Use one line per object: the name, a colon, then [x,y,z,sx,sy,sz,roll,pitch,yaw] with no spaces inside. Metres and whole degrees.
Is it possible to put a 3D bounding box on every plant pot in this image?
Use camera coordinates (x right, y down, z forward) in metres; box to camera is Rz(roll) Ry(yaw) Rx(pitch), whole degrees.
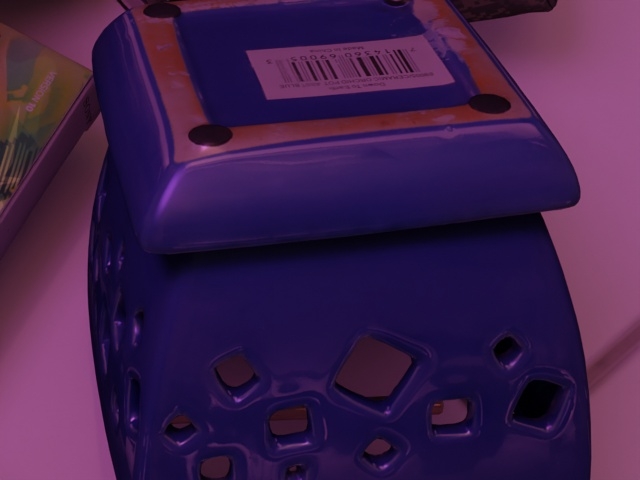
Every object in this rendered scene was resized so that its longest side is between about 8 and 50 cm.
plant pot: [0.000,0.000,0.764,0.236,0.212,0.236,-6,32,-11]

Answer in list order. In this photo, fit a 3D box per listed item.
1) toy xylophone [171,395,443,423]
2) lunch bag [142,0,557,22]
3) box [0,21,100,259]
toy xylophone: [-0.014,0.199,0.809,0.322,0.081,0.236,5,58,-4]
lunch bag: [0.007,-0.281,0.913,0.256,0.212,0.305,-5,71,17]
box: [-0.317,-0.066,0.822,0.322,0.058,0.232,28,70,2]
